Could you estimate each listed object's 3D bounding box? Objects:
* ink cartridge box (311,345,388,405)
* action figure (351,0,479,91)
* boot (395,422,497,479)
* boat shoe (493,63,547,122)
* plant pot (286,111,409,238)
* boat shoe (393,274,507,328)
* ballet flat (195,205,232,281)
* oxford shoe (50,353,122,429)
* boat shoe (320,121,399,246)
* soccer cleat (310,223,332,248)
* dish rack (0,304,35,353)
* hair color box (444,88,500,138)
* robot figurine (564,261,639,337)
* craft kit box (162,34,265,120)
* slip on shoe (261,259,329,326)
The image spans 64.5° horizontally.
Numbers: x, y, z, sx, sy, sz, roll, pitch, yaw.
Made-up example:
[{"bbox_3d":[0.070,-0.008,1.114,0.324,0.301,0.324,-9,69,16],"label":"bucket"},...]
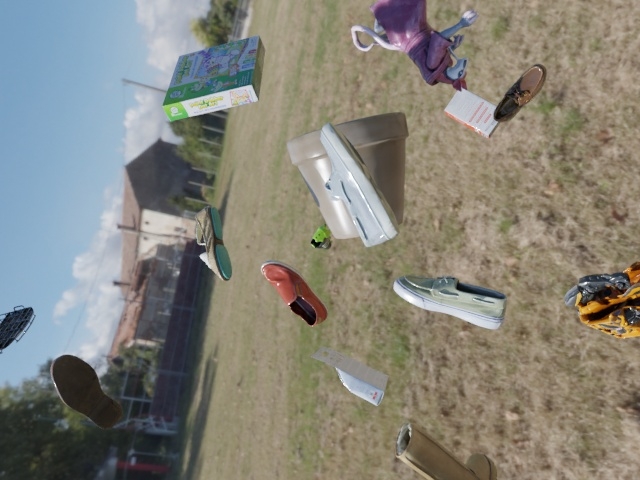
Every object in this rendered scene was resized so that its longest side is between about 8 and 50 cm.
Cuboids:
[{"bbox_3d":[0.066,0.311,1.182,0.145,0.179,0.045,10,-80,-79],"label":"ink cartridge box"},{"bbox_3d":[0.275,-0.547,1.411,0.370,0.276,0.248,60,-171,14],"label":"action figure"},{"bbox_3d":[0.321,0.551,1.294,0.089,0.269,0.236,-53,-2,12],"label":"boot"},{"bbox_3d":[0.526,-0.384,1.345,0.060,0.064,0.178,-29,-20,-47],"label":"boat shoe"},{"bbox_3d":[0.097,-0.162,1.351,0.323,0.323,0.280,-166,61,-75],"label":"plant pot"},{"bbox_3d":[0.348,0.141,1.363,0.109,0.302,0.094,-36,-40,-61],"label":"boat shoe"},{"bbox_3d":[-0.280,0.014,1.309,0.073,0.067,0.206,32,-138,-67],"label":"ballet flat"},{"bbox_3d":[-0.480,0.298,1.010,0.076,0.076,0.212,-47,-41,-36],"label":"oxford shoe"},{"bbox_3d":[0.049,-0.091,0.874,0.081,0.227,0.079,-30,3,17],"label":"boat shoe"},{"bbox_3d":[0.000,0.000,1.696,0.072,0.060,0.179,-43,-14,-11],"label":"soccer cleat"},{"bbox_3d":[-0.791,0.244,1.153,0.208,0.271,0.074,-113,8,-64],"label":"dish rack"},{"bbox_3d":[0.497,-0.411,1.634,0.093,0.167,0.053,-56,-20,9],"label":"hair color box"},{"bbox_3d":[0.573,0.087,0.858,0.291,0.211,0.085,-39,40,45],"label":"robot figurine"},{"bbox_3d":[-0.278,-0.436,1.355,0.061,0.247,0.250,64,-161,-46],"label":"craft kit box"},{"bbox_3d":[-0.105,0.204,1.978,0.123,0.331,0.101,-45,0,32],"label":"slip on shoe"}]
